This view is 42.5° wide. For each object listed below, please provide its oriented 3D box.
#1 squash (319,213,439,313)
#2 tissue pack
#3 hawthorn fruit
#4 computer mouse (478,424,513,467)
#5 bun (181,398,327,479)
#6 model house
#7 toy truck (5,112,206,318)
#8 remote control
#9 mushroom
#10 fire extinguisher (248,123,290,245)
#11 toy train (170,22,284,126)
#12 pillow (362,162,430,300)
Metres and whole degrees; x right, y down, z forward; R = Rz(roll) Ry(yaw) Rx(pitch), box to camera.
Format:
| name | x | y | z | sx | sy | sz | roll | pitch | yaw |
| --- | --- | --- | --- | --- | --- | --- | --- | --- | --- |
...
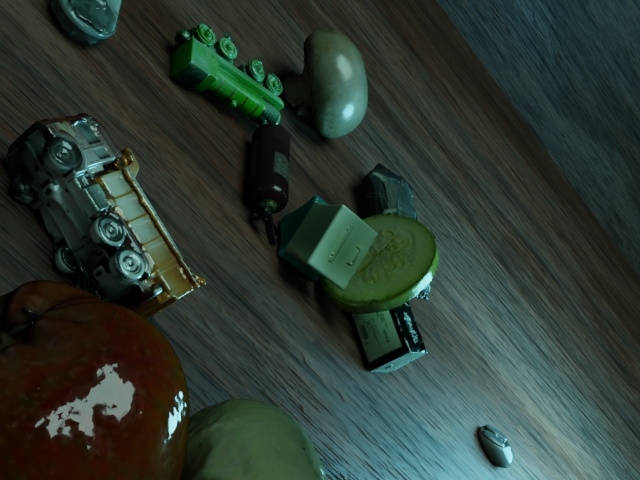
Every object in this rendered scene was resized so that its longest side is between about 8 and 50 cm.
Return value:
| name | x | y | z | sx | sy | sz | roll | pitch | yaw |
| --- | --- | --- | --- | --- | --- | --- | --- | --- | --- |
| squash | 0.102 | 0.038 | 1.459 | 0.219 | 0.219 | 0.041 | -84 | 157 | -48 |
| tissue pack | 0.116 | 0.145 | 1.495 | 0.090 | 0.103 | 0.170 | 10 | 56 | -52 |
| hawthorn fruit | -0.244 | 0.196 | 0.735 | 0.277 | 0.277 | 0.298 | -61 | 136 | -58 |
| computer mouse | 0.367 | 0.422 | 1.695 | 0.096 | 0.039 | 0.066 | 58 | 28 | -1 |
| bun | -0.093 | 0.343 | 0.835 | 0.213 | 0.361 | 0.361 | 0 | 51 | -8 |
| model house | 0.000 | 0.000 | 1.429 | 0.100 | 0.149 | 0.127 | 39 | 78 | -36 |
| toy truck | -0.270 | -0.026 | 1.030 | 0.270 | 0.114 | 0.135 | 59 | 32 | -2 |
| remote control | -0.364 | -0.402 | 1.300 | 0.104 | 0.052 | 0.247 | 35 | 37 | -35 |
| mushroom | 0.010 | -0.327 | 1.722 | 0.226 | 0.178 | 0.226 | -4 | 90 | -82 |
| fire extinguisher | -0.086 | -0.097 | 1.446 | 0.099 | 0.071 | 0.231 | 70 | 13 | -48 |
| toy train | -0.163 | -0.289 | 1.491 | 0.251 | 0.085 | 0.119 | 30 | 45 | -39 |
| pillow | 0.161 | -0.029 | 1.742 | 0.161 | 0.093 | 0.335 | 33 | 37 | -48 |
